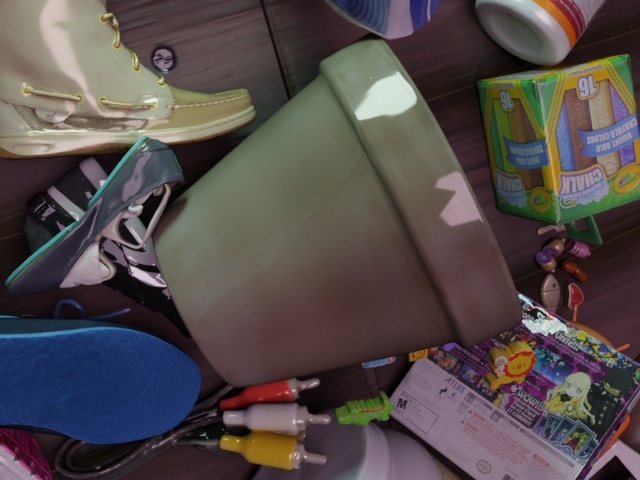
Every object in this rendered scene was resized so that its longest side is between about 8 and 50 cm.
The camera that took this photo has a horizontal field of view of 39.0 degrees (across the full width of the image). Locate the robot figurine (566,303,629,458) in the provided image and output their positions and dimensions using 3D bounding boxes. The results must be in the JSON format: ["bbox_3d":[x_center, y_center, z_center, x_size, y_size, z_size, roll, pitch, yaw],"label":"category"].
[{"bbox_3d":[0.281,0.189,1.104,0.219,0.158,0.128,-53,139,-5],"label":"robot figurine"}]

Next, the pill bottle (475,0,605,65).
[{"bbox_3d":[0.284,-0.318,1.026,0.121,0.121,0.221,39,83,-21],"label":"pill bottle"}]

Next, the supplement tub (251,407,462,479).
[{"bbox_3d":[0.087,0.357,0.999,0.325,0.235,0.235,42,83,-21],"label":"supplement tub"}]

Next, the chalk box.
[{"bbox_3d":[0.283,-0.096,1.056,0.132,0.132,0.213,-16,103,-18],"label":"chalk box"}]

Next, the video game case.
[{"bbox_3d":[0.220,0.177,1.038,0.210,0.232,0.042,-54,148,-5],"label":"video game case"}]

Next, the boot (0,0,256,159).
[{"bbox_3d":[-0.197,-0.190,0.884,0.262,0.095,0.203,-8,100,-16],"label":"boot"}]

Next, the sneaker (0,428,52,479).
[{"bbox_3d":[-0.383,0.198,0.878,0.252,0.103,0.111,33,89,-15],"label":"sneaker"}]

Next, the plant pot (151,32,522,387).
[{"bbox_3d":[0.000,0.000,0.899,0.280,0.323,0.323,-26,108,4],"label":"plant pot"}]

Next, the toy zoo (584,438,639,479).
[{"bbox_3d":[0.357,0.379,1.185,0.293,0.030,0.192,-42,111,3],"label":"toy zoo"}]

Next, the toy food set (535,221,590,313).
[{"bbox_3d":[0.312,0.037,1.148,0.078,0.019,0.122,-17,104,-17],"label":"toy food set"}]

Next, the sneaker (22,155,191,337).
[{"bbox_3d":[-0.218,0.034,0.926,0.121,0.079,0.217,-35,104,-6],"label":"sneaker"}]

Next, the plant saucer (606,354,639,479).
[{"bbox_3d":[0.537,0.264,1.256,0.311,0.050,0.310,-3,99,-21],"label":"plant saucer"}]

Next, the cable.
[{"bbox_3d":[-0.134,0.190,0.964,0.287,0.139,0.072,-1,135,-5],"label":"cable"}]

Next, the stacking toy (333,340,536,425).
[{"bbox_3d":[0.098,0.108,0.992,0.221,0.167,0.052,-12,126,-13],"label":"stacking toy"}]

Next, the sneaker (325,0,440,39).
[{"bbox_3d":[0.041,-0.343,0.869,0.182,0.315,0.127,-23,148,-27],"label":"sneaker"}]

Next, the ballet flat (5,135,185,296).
[{"bbox_3d":[-0.202,-0.006,0.839,0.203,0.074,0.074,-46,111,1],"label":"ballet flat"}]

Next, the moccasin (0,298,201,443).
[{"bbox_3d":[-0.271,0.110,0.861,0.342,0.117,0.137,19,91,-42],"label":"moccasin"}]
